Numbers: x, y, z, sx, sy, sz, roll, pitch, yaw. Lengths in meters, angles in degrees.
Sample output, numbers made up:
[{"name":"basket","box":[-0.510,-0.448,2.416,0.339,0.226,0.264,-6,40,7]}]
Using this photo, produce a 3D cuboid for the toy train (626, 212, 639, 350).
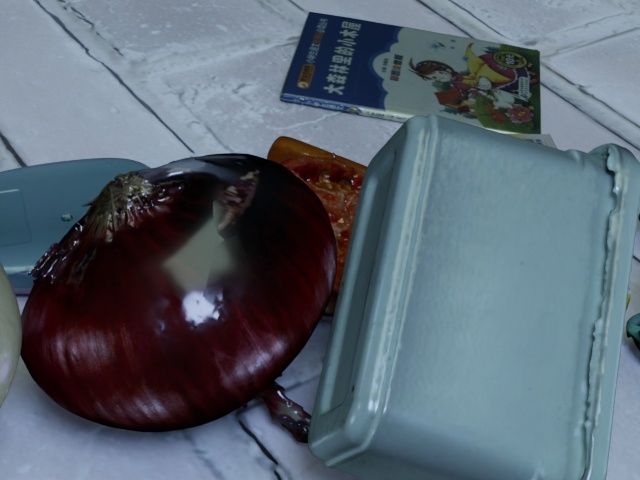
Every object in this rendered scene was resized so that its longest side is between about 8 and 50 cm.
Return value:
[{"name":"toy train","box":[0.431,0.019,1.104,0.237,0.150,0.369,18,42,7]}]

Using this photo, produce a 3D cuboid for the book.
[{"name":"book","box":[0.124,-0.213,1.464,0.323,0.018,0.228,10,37,2]}]

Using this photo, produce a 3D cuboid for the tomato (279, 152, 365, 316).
[{"name":"tomato","box":[0.007,0.005,1.109,0.174,0.082,0.166,-8,64,-51]}]

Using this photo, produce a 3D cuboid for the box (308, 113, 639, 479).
[{"name":"box","box":[0.111,0.056,0.876,0.183,0.175,0.311,19,66,-12]}]

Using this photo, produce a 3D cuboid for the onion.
[{"name":"onion","box":[-0.101,0.063,0.948,0.273,0.285,0.273,-27,25,13]}]

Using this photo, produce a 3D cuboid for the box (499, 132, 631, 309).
[{"name":"box","box":[0.181,0.003,1.133,0.169,0.097,0.265,2,38,-9]}]

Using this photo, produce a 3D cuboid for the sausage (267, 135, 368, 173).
[{"name":"sausage","box":[0.006,-0.076,1.248,0.131,0.041,0.039,22,18,17]}]

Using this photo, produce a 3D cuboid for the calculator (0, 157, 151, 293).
[{"name":"calculator","box":[-0.240,-0.019,1.128,0.299,0.041,0.185,-7,40,-17]}]

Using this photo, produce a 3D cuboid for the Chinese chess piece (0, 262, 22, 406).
[{"name":"Chinese chess piece","box":[-0.349,0.090,0.836,0.273,0.102,0.273,-16,45,16]}]
